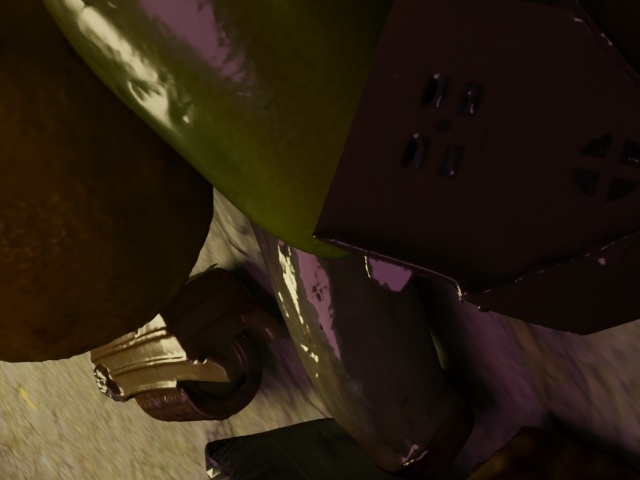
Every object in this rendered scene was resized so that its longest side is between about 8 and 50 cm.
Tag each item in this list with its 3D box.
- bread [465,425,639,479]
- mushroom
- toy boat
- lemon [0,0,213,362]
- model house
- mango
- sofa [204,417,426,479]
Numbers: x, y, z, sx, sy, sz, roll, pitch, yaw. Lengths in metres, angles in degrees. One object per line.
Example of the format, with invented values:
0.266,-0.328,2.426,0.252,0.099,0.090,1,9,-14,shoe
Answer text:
0.166,0.230,0.812,0.181,0.096,0.222,20,137,49,bread
0.002,0.001,0.851,0.333,0.087,0.107,66,160,-12,mushroom
-0.120,0.100,1.141,0.115,0.089,0.310,57,152,-5,toy boat
-0.207,-0.056,0.932,0.268,0.268,0.322,41,154,28,lemon
0.159,-0.029,0.520,0.248,0.176,0.181,18,180,25,model house
-0.040,-0.121,0.725,0.273,0.149,0.185,46,151,4,mango
-0.003,0.269,0.966,0.210,0.176,0.225,47,122,28,sofa
